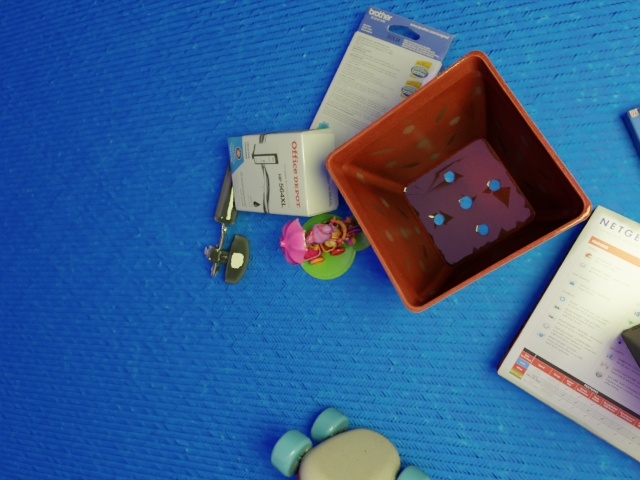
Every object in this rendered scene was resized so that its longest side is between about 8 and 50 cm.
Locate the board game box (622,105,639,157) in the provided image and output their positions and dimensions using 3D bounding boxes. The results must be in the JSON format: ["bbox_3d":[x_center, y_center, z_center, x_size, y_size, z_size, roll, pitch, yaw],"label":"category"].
[{"bbox_3d":[0.571,-0.124,0.751,0.160,0.047,0.211,-22,80,21],"label":"board game box"}]

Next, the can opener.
[{"bbox_3d":[-0.180,-0.054,1.066,0.093,0.074,0.281,10,93,-11],"label":"can opener"}]

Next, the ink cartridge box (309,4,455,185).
[{"bbox_3d":[0.102,-0.253,0.950,0.185,0.065,0.311,30,101,23],"label":"ink cartridge box"}]

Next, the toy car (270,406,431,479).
[{"bbox_3d":[0.031,0.462,0.879,0.219,0.210,0.238,26,110,33],"label":"toy car"}]

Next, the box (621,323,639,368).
[{"bbox_3d":[0.445,0.160,0.554,0.121,0.311,0.148,-29,77,19],"label":"box"}]

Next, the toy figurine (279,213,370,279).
[{"bbox_3d":[0.000,0.000,0.927,0.173,0.159,0.130,-22,79,20],"label":"toy figurine"}]

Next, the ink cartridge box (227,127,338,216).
[{"bbox_3d":[-0.072,-0.128,0.956,0.203,0.085,0.149,7,107,42],"label":"ink cartridge box"}]

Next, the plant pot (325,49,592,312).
[{"bbox_3d":[0.214,-0.073,0.798,0.267,0.235,0.267,-34,75,19],"label":"plant pot"}]

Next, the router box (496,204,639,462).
[{"bbox_3d":[0.488,0.158,0.752,0.335,0.082,0.301,32,99,21],"label":"router box"}]
